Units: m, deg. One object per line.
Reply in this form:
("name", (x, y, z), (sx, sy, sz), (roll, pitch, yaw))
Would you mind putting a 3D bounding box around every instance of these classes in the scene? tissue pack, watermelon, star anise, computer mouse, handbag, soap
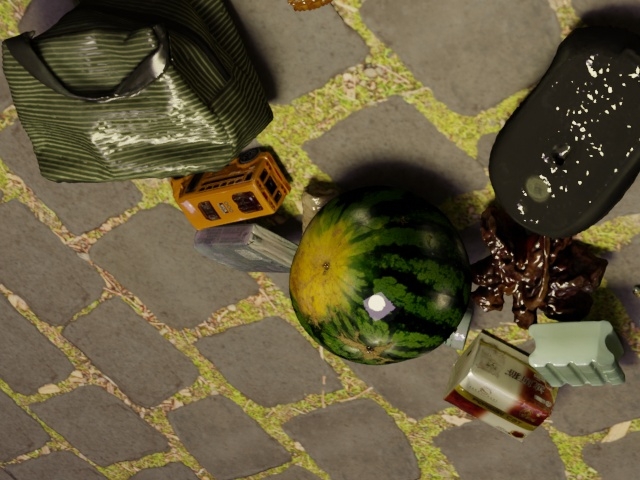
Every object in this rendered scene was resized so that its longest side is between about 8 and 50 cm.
("tissue pack", (-0.112, 0.012, 1.972), (0.112, 0.051, 0.156), (27, 163, -35))
("watermelon", (0.085, 0.051, 1.830), (0.268, 0.269, 0.269), (13, 136, 13))
("star anise", (0.300, 0.049, 1.828), (0.190, 0.126, 0.220), (-19, 125, 41))
("computer mouse", (0.336, -0.138, 1.623), (0.183, 0.116, 0.323), (40, 134, 7))
("handbag", (-0.254, -0.216, 1.743), (0.340, 0.247, 0.240), (1, 121, 27))
("soap", (0.378, 0.168, 1.872), (0.119, 0.067, 0.198), (-5, 164, 17))
("tissue pack", (0.288, 0.235, 2.031), (0.148, 0.099, 0.106), (27, 138, -4))

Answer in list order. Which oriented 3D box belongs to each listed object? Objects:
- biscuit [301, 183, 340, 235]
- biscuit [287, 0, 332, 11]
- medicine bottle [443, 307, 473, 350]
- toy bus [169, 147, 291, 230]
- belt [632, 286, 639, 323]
("biscuit", (0.000, 0.000, 1.962), (0.061, 0.055, 0.219), (8, 136, 9))
("biscuit", (-0.015, -0.380, 1.613), (0.126, 0.025, 0.206), (1, 133, 24))
("medicine bottle", (0.126, 0.112, 1.989), (0.216, 0.090, 0.090), (15, 137, 9))
("toy bus", (-0.147, -0.071, 1.934), (0.194, 0.088, 0.083), (-11, 126, 34))
("belt", (0.510, 0.050, 1.778), (0.065, 0.100, 0.179), (30, 122, -5))
